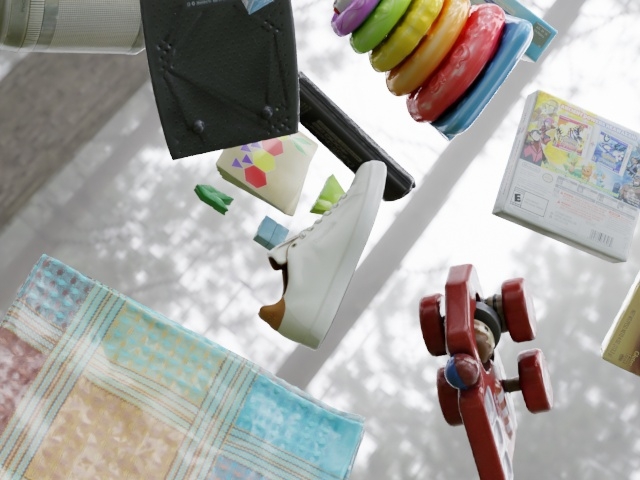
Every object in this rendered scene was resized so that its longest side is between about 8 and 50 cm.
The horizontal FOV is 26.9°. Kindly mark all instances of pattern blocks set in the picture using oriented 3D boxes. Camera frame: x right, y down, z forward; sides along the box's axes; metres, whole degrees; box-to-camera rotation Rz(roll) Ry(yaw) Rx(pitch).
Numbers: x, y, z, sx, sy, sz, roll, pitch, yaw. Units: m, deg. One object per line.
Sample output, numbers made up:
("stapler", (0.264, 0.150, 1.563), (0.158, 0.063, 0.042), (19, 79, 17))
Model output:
("pattern blocks set", (-0.084, -0.135, 2.143), (0.285, 0.325, 0.026), (40, -43, -5))

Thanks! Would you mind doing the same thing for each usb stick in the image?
("usb stick", (0.036, -0.161, 2.097), (0.278, 0.045, 0.077), (42, -33, -18))

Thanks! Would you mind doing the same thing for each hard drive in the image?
("hard drive", (-0.116, -0.229, 1.495), (0.054, 0.172, 0.255), (-132, -148, -60))

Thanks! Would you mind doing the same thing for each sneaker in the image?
("sneaker", (0.000, 0.000, 1.880), (0.123, 0.290, 0.106), (24, -17, 0))

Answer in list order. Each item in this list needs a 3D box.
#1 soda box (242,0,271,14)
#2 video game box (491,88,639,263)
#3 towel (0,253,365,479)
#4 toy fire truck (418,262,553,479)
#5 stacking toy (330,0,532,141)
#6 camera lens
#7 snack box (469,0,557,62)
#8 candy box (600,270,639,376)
("soda box", (-0.031, -0.244, 1.023), (0.067, 0.071, 0.210), (59, -11, -1))
("video game box", (0.360, -0.089, 1.884), (0.205, 0.187, 0.048), (22, -9, -14))
("towel", (-0.147, 0.190, 1.230), (0.370, 0.271, 0.040), (29, -44, -8))
("toy fire truck", (0.243, 0.200, 2.004), (0.169, 0.254, 0.302), (-11, -70, 15))
("stacking toy", (0.078, -0.263, 1.538), (0.301, 0.166, 0.175), (34, 7, -14))
("camera lens", (-0.366, -0.377, 1.907), (0.219, 0.274, 0.220), (177, -90, -65))
("snack box", (0.218, -0.354, 2.010), (0.187, 0.060, 0.322), (34, 4, -16))
("candy box", (0.576, 0.075, 2.024), (0.182, 0.317, 0.087), (26, 8, 6))
